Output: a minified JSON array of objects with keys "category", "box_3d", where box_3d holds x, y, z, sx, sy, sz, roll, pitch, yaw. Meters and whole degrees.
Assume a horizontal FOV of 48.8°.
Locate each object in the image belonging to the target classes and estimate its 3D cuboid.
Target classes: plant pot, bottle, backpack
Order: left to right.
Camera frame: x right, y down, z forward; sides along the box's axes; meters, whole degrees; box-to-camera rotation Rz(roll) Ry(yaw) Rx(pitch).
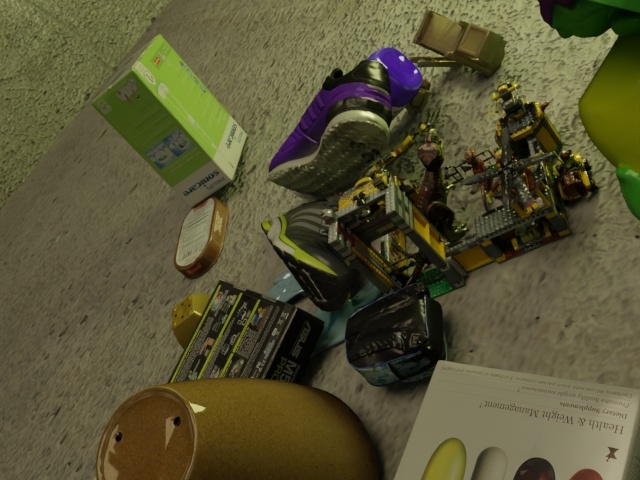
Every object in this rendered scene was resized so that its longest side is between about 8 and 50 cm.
[{"category":"plant pot","box_3d":[-0.195,0.134,1.145,0.081,0.083,0.081,-36,35,15]},{"category":"plant pot","box_3d":[-0.099,0.239,0.728,0.237,0.254,0.237,-13,61,25]},{"category":"bottle","box_3d":[0.042,-0.178,1.135,0.283,0.092,0.118,-46,1,37]},{"category":"backpack","box_3d":[0.092,0.121,0.838,0.114,0.084,0.105,-23,40,24]}]

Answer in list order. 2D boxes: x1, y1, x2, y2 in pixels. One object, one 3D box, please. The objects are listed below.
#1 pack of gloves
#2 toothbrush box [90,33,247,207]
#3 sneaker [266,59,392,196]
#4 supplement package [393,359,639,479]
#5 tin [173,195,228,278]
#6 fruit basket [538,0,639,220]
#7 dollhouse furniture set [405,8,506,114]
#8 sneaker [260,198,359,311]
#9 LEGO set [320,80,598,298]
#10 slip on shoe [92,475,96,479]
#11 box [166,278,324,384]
[{"category":"pack of gloves","box_3d":[-0.010,0.077,1.032,0.232,0.046,0.195,-32,38,21]},{"category":"toothbrush box","box_3d":[-0.294,-0.243,1.428,0.122,0.283,0.206,-32,27,23]},{"category":"sneaker","box_3d":[0.019,-0.165,1.023,0.293,0.102,0.146,-27,50,58]},{"category":"supplement package","box_3d":[0.174,0.230,0.578,0.194,0.149,0.203,-2,54,46]},{"category":"tin","box_3d":[-0.233,-0.010,1.376,0.106,0.040,0.190,-25,40,24]},{"category":"fruit basket","box_3d":[0.349,-0.214,0.730,0.392,0.392,0.283,-46,34,3]},{"category":"dollhouse furniture set","box_3d":[0.215,-0.252,1.101,0.161,0.101,0.182,-66,30,18]},{"category":"sneaker","box_3d":[0.000,0.000,0.992,0.121,0.111,0.300,-36,23,-3]},{"category":"LEGO set","box_3d":[0.145,-0.078,0.881,0.331,0.192,0.255,-20,42,34]},{"category":"slip on shoe","box_3d":[-0.301,0.345,1.093,0.041,0.051,0.135,36,73,17]},{"category":"box","box_3d":[-0.130,0.202,0.998,0.216,0.060,0.270,11,72,53]}]
